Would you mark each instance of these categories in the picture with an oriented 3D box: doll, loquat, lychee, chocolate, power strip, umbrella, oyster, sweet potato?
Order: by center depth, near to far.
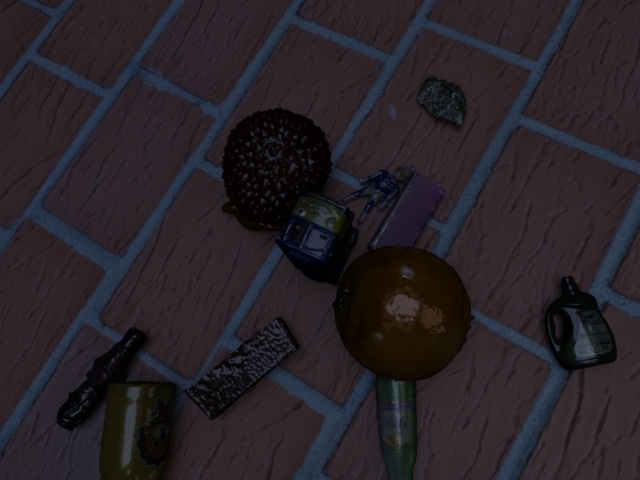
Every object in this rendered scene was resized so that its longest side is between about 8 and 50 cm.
[{"bbox_3d":[0.190,0.168,1.146,0.328,0.328,0.329,-2,75,8],"label":"loquat"},{"bbox_3d":[0.191,0.477,1.180,0.110,0.110,0.292,-3,77,8],"label":"chocolate"},{"bbox_3d":[-0.204,0.342,1.279,0.321,0.112,0.112,-38,82,-4],"label":"chocolate"},{"bbox_3d":[-0.121,-0.203,1.310,0.305,0.306,0.331,7,72,11],"label":"lychee"},{"bbox_3d":[0.237,-0.057,1.327,0.109,0.037,0.279,33,82,-6],"label":"power strip"},{"bbox_3d":[-0.607,0.377,1.336,0.094,0.090,0.326,35,83,19],"label":"umbrella"},{"bbox_3d":[0.172,-0.154,1.372,0.227,0.057,0.114,-36,70,0],"label":"doll"},{"bbox_3d":[0.365,-0.412,1.408,0.177,0.064,0.125,37,87,18],"label":"oyster"},{"bbox_3d":[-0.208,-0.065,1.409,0.202,0.055,0.058,25,52,16],"label":"sweet potato"}]

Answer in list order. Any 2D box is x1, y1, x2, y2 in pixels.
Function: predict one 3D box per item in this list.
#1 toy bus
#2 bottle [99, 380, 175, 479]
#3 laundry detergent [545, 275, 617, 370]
[{"bbox_3d":[0.000,0.000,1.237,0.138,0.288,0.175,23,78,14],"label":"toy bus"},{"bbox_3d":[-0.471,0.544,1.231,0.171,0.171,0.352,-2,77,9],"label":"bottle"},{"bbox_3d":[0.629,0.201,1.192,0.144,0.078,0.222,-15,74,9],"label":"laundry detergent"}]
